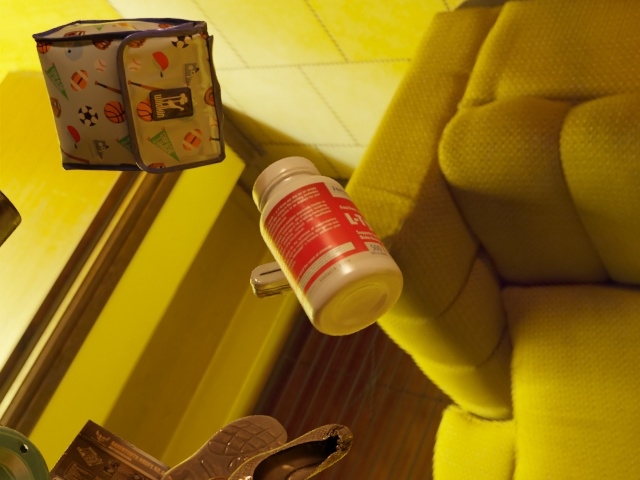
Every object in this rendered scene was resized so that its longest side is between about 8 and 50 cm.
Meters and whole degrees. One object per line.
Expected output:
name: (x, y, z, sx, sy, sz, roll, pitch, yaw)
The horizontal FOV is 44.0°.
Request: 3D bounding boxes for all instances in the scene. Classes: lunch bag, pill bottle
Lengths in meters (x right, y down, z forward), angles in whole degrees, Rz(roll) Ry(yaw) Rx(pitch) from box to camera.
lunch bag: (-0.411, -0.328, 1.785, 0.386, 0.239, 0.327, 4, 117, 15)
pill bottle: (0.000, 0.000, 1.833, 0.407, 0.229, 0.229, 58, 179, 35)

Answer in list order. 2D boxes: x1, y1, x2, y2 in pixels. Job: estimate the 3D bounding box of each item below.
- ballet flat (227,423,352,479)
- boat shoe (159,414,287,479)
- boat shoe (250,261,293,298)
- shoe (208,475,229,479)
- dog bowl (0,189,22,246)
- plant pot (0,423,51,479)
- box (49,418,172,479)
ballet flat: (-0.048, 0.367, 1.281, 0.084, 0.250, 0.058, 63, 151, 9)
boat shoe: (-0.218, 0.481, 1.692, 0.123, 0.324, 0.116, 56, 146, 16)
boat shoe: (-0.070, 0.105, 2.449, 0.302, 0.109, 0.094, -10, 143, -11)
shoe: (-0.218, 0.512, 1.429, 0.077, 0.219, 0.058, 35, 121, 1)
dog bowl: (-0.643, -0.078, 1.337, 0.265, 0.104, 0.265, 30, 158, 14)
plant pot: (-0.495, 0.338, 1.026, 0.255, 0.271, 0.272, -15, 137, 41)
box: (-0.455, 0.518, 1.706, 0.231, 0.183, 0.056, 31, 127, -2)
